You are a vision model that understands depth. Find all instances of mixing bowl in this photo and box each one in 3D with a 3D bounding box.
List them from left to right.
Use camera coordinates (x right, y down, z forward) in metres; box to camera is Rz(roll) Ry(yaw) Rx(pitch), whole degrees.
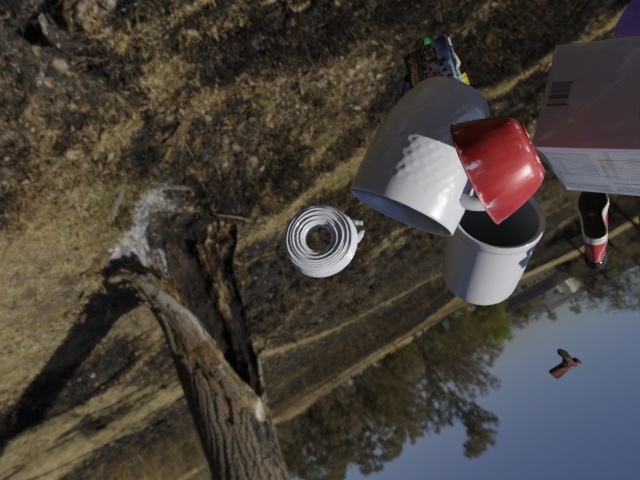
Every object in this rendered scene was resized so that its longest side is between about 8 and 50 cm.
[{"bbox_3d":[0.293,-0.127,0.776,0.098,0.181,0.181,-25,166,26],"label":"mixing bowl"}]

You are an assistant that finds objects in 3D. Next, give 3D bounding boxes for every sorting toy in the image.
[{"bbox_3d":[0.454,-0.653,1.788,0.046,0.274,0.132,-10,-134,49],"label":"sorting toy"}]

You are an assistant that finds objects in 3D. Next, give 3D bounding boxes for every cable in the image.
[{"bbox_3d":[0.000,0.000,1.693,0.256,0.257,0.089,-66,162,-10],"label":"cable"}]

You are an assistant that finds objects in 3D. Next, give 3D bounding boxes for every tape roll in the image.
[{"bbox_3d":[0.909,-0.626,1.320,0.189,0.080,0.189,-32,153,-18],"label":"tape roll"}]

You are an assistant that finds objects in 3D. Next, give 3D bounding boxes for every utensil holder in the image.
[{"bbox_3d":[0.648,0.023,1.873,0.328,0.327,0.385,-26,143,-14],"label":"utensil holder"}]

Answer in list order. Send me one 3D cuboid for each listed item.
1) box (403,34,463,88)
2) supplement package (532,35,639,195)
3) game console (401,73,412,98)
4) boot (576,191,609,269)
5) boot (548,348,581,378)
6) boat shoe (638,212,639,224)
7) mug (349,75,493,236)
[{"bbox_3d":[0.381,-0.533,1.607,0.159,0.232,0.044,-19,173,39],"label":"box"},{"bbox_3d":[0.549,-0.215,0.897,0.198,0.199,0.263,11,174,41],"label":"supplement package"},{"bbox_3d":[0.320,-0.544,1.794,0.085,0.124,0.143,-6,113,-32],"label":"game console"},{"bbox_3d":[0.856,-0.035,1.517,0.089,0.244,0.176,-2,138,30],"label":"boot"},{"bbox_3d":[0.844,0.442,1.717,0.114,0.107,0.037,-53,-171,37],"label":"boot"},{"bbox_3d":[1.113,-0.010,1.567,0.073,0.206,0.073,-14,159,-1],"label":"boat shoe"},{"bbox_3d":[0.299,-0.198,1.161,0.276,0.374,0.327,28,86,-54],"label":"mug"}]
